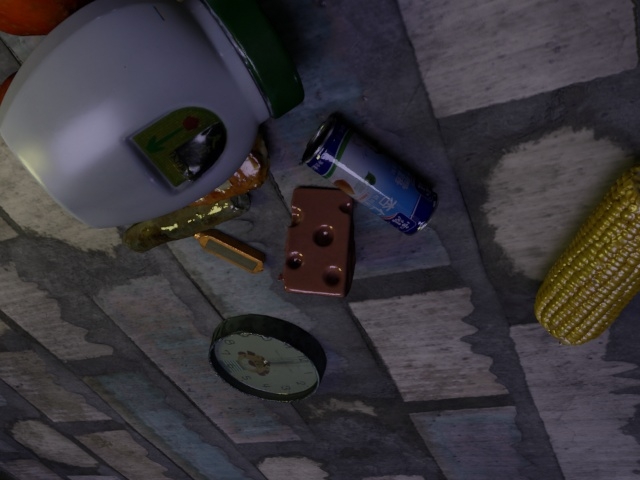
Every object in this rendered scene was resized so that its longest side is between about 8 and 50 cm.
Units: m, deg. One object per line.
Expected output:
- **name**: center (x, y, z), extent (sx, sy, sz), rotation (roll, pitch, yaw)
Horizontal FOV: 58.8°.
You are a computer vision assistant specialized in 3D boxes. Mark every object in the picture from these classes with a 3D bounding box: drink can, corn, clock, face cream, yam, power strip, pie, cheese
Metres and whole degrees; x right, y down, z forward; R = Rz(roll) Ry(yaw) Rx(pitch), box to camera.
- **drink can**: center (0.086, -0.108, 0.976), extent (0.235, 0.097, 0.097), rotation (34, 132, -17)
- **corn**: center (0.488, 0.039, 0.977), extent (0.143, 0.144, 0.387), rotation (12, 135, 3)
- **clock**: center (-0.140, 0.313, 1.467), extent (0.312, 0.061, 0.313), rotation (8, 135, 9)
- **face cream**: center (-0.223, -0.188, 0.792), extent (0.357, 0.219, 0.312), rotation (-35, 143, -3)
- **yam**: center (-0.282, -0.041, 1.162), extent (0.317, 0.071, 0.067), rotation (-18, 163, 29)
- **power strip**: center (-0.199, 0.017, 1.221), extent (0.178, 0.028, 0.049), rotation (27, 134, -11)
- **pie**: center (-0.245, -0.176, 1.008), extent (0.308, 0.086, 0.308), rotation (9, 133, 9)
- **cheese**: center (0.001, 0.022, 1.121), extent (0.128, 0.203, 0.177), rotation (2, 164, 8)

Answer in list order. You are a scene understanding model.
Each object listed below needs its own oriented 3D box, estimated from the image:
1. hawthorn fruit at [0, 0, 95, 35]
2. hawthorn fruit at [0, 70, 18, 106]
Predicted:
- **hawthorn fruit**: center (-0.383, -0.392, 0.719), extent (0.275, 0.276, 0.300), rotation (-7, 143, 21)
- **hawthorn fruit**: center (-0.504, -0.233, 0.997), extent (0.203, 0.163, 0.162), rotation (47, 129, -9)
